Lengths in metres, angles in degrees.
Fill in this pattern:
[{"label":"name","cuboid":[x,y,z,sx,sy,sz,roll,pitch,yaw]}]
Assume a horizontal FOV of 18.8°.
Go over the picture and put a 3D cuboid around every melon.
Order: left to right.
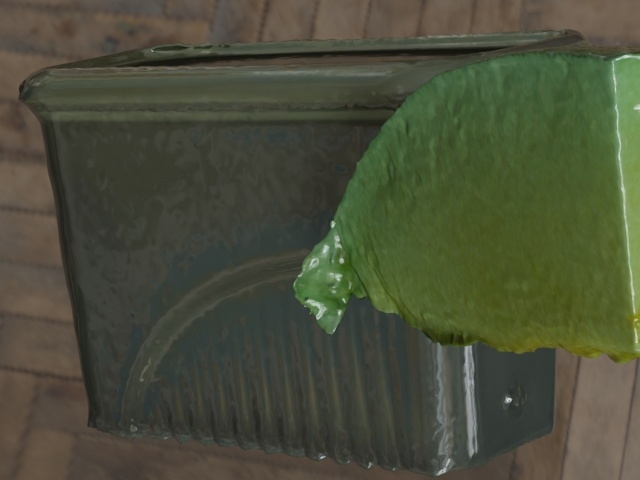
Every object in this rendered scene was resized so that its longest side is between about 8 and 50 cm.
[{"label":"melon","cuboid":[0.061,-0.002,0.672,0.053,0.261,0.114,-16,87,-27]}]

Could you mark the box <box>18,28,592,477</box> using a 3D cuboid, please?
[{"label":"box","cuboid":[0.000,0.000,0.878,0.274,0.138,0.178,4,104,38]}]
